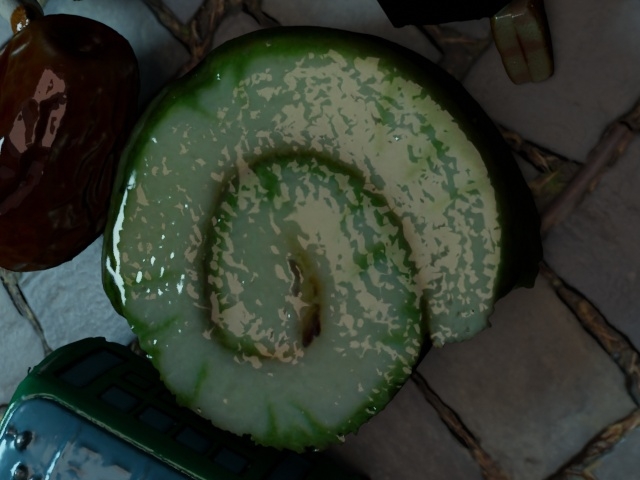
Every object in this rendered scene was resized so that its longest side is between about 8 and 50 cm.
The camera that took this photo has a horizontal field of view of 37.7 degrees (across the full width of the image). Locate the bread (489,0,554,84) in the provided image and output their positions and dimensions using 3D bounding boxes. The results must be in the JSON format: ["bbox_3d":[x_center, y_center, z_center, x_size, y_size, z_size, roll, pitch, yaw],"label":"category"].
[{"bbox_3d":[0.162,-0.184,0.769,0.043,0.062,0.108,-9,93,22],"label":"bread"}]

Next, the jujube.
[{"bbox_3d":[-0.261,-0.088,0.867,0.190,0.190,0.255,41,127,9],"label":"jujube"}]

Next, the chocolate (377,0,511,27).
[{"bbox_3d":[0.076,-0.396,0.633,0.383,0.384,0.331,-48,66,21],"label":"chocolate"}]

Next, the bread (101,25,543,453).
[{"bbox_3d":[0.000,0.000,0.824,0.382,0.129,0.366,7,100,18],"label":"bread"}]

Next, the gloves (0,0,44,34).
[{"bbox_3d":[-0.282,-0.279,0.871,0.140,0.131,0.219,-50,48,-8],"label":"gloves"}]

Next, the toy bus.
[{"bbox_3d":[-0.140,0.238,0.863,0.344,0.199,0.183,25,97,10],"label":"toy bus"}]
